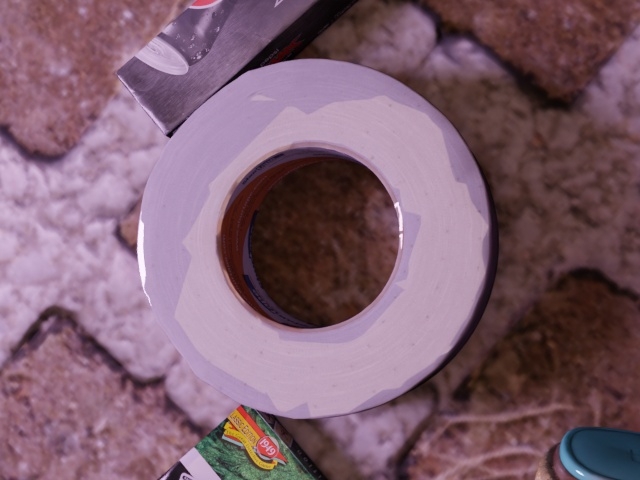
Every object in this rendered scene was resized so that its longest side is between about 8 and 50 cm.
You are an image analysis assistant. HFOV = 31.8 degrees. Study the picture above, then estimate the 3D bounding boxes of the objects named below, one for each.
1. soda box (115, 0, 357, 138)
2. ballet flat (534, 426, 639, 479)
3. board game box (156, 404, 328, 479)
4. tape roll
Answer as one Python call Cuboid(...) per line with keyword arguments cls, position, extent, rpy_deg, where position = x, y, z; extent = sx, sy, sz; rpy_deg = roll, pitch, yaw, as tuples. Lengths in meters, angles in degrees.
Cuboid(cls="soda box", position=(-0.048, -0.138, 0.731), extent=(0.169, 0.053, 0.060), rpy_deg=(-40, 80, 7))
Cuboid(cls="ballet flat", position=(0.291, 0.182, 0.619), extent=(0.349, 0.123, 0.123), rpy_deg=(6, 88, 12))
Cuboid(cls="board game box", position=(-0.009, 0.240, 0.715), extent=(0.136, 0.030, 0.259), rpy_deg=(-43, 80, 5))
Cuboid(cls="tape roll", position=(0.000, 0.000, 0.704), extent=(0.219, 0.072, 0.219), rpy_deg=(-1, 86, 11))
